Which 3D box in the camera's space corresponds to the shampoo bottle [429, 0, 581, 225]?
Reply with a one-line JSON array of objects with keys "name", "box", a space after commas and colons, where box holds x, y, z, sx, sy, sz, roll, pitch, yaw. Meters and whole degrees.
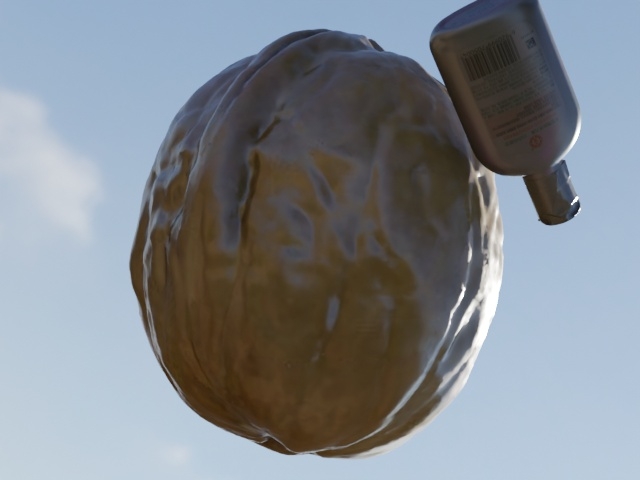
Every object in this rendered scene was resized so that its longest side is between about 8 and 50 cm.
[{"name": "shampoo bottle", "box": [0.135, -0.086, 1.336, 0.165, 0.080, 0.040, 64, -4, -27]}]

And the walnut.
[{"name": "walnut", "box": [-0.002, -0.001, 1.435, 0.252, 0.313, 0.277, 12, -11, -14]}]
